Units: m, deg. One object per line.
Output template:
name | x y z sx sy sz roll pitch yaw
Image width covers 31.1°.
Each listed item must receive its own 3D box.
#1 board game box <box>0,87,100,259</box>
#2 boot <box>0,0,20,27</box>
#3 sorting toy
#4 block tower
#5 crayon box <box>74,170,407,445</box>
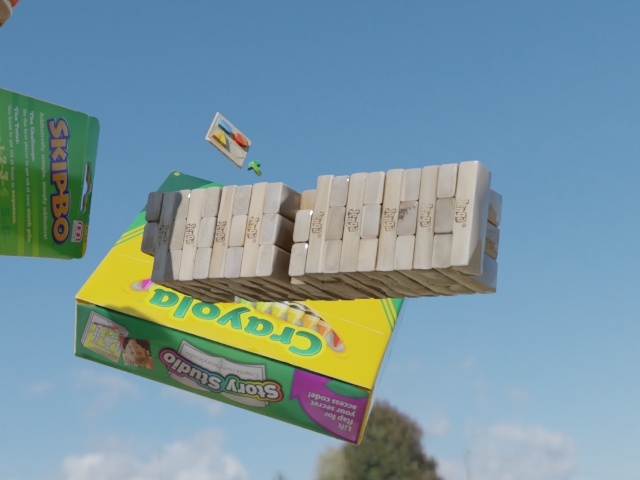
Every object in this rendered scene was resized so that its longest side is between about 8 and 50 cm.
board game box | -0.244 -0.051 0.864 0.039 0.124 0.259 6 -1 20
boot | -0.295 -0.233 0.956 0.157 0.085 0.059 22 -20 29
sorting toy | -0.098 -0.113 1.380 0.083 0.062 0.012 40 -55 -20
block tower | 0.000 0.000 1.013 0.335 0.091 0.097 -4 -18 33
crayon box | -0.080 0.071 1.450 0.362 0.313 0.106 16 -56 7
